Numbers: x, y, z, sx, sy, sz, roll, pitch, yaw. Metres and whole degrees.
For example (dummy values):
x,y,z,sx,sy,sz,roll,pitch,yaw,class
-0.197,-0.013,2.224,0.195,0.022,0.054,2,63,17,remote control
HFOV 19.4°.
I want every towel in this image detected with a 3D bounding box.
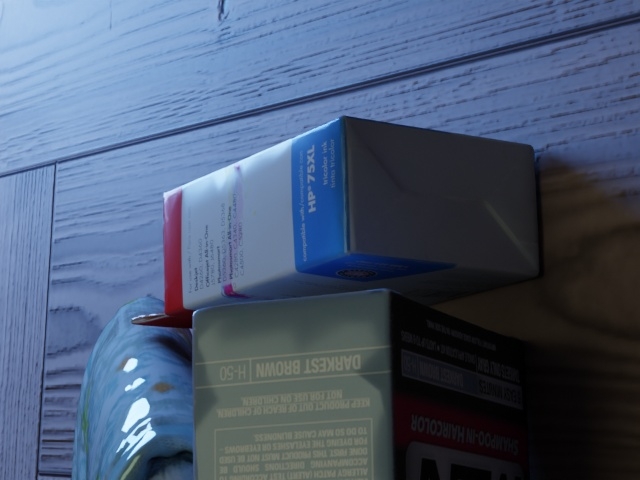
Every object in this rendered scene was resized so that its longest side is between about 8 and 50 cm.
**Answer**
x,y,z,sx,sy,sz,roll,pitch,yaw,class
-0.111,0.248,1.109,0.320,0.090,0.374,-136,50,-73,towel

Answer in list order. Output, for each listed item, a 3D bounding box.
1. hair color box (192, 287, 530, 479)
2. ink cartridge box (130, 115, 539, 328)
x,y,z,sx,sy,sz,roll,pitch,yaw,class
0.028,0.225,0.920,0.113,0.185,0.374,-6,77,26,hair color box
0.000,0.000,1.067,0.231,0.134,0.078,-18,70,52,ink cartridge box
